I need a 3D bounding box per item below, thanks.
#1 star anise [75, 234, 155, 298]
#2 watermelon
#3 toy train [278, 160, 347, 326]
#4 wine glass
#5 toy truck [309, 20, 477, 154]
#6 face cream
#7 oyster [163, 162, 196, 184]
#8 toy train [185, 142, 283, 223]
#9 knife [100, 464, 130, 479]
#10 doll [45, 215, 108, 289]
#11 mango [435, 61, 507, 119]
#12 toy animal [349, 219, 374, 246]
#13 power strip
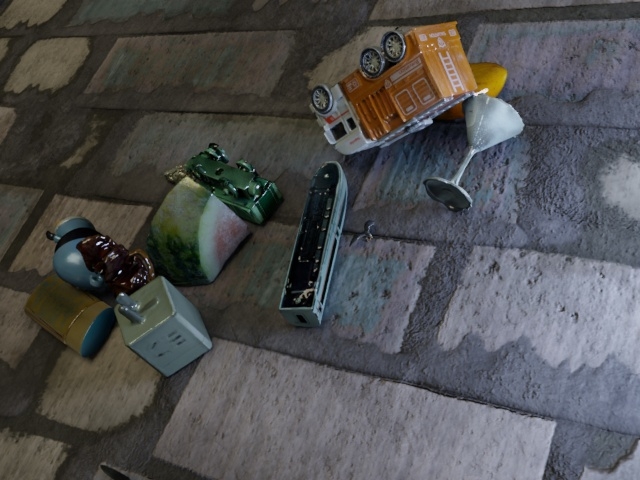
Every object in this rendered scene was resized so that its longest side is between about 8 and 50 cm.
[{"bbox_3d":[-0.475,0.066,1.936,0.190,0.220,0.126,27,69,23],"label":"star anise"},{"bbox_3d":[-0.312,-0.027,1.978,0.193,0.232,0.310,31,118,38],"label":"watermelon"},{"bbox_3d":[0.000,0.000,1.841,0.086,0.088,0.407,-3,55,25],"label":"toy train"},{"bbox_3d":[0.328,-0.188,1.770,0.156,0.156,0.232,19,70,37],"label":"wine glass"},{"bbox_3d":[0.160,-0.331,1.855,0.173,0.207,0.387,-21,-4,-41],"label":"toy truck"},{"bbox_3d":[-0.633,0.185,2.059,0.285,0.067,0.139,24,68,39],"label":"face cream"},{"bbox_3d":[-0.373,-0.197,2.226,0.098,0.037,0.100,25,70,38],"label":"oyster"},{"bbox_3d":[-0.220,-0.146,2.026,0.269,0.154,0.115,21,69,38],"label":"toy train"},{"bbox_3d":[-0.421,0.515,1.736,0.170,0.010,0.023,16,66,38],"label":"knife"},{"bbox_3d":[-0.612,0.037,2.105,0.314,0.177,0.141,45,124,52],"label":"doll"},{"bbox_3d":[0.339,-0.355,1.921,0.217,0.102,0.141,-23,25,8],"label":"mango"},{"bbox_3d":[0.103,-0.012,1.835,0.050,0.028,0.084,27,69,41],"label":"toy animal"},{"bbox_3d":[-0.367,0.179,1.813,0.140,0.224,0.139,-33,47,2],"label":"power strip"}]
